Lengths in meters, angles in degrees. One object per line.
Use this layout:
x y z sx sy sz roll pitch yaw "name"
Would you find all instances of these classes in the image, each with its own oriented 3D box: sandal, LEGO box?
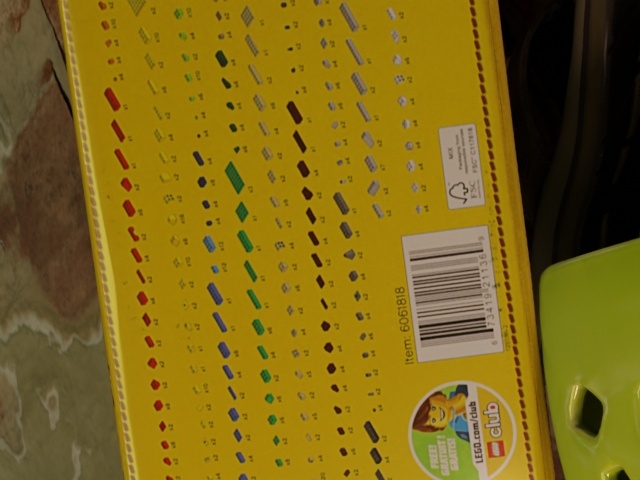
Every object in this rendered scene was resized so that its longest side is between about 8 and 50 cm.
0.131 -0.060 0.891 0.086 0.120 0.302 24 120 26 "sandal"
0.000 0.000 0.889 0.372 0.193 0.500 -71 -26 -86 "LEGO box"

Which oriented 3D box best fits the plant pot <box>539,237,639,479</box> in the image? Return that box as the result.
0.238 0.108 0.659 0.228 0.227 0.207 -21 61 53 "plant pot"
